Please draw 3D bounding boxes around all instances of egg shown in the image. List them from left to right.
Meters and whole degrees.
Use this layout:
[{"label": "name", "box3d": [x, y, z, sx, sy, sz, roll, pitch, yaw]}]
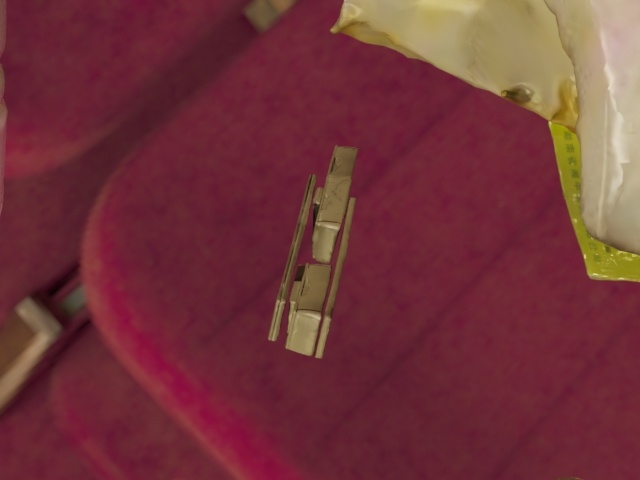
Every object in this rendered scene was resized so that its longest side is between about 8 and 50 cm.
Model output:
[{"label": "egg", "box3d": [0.139, -0.092, 0.615, 0.206, 0.271, 0.162, 16, 107, -15]}]

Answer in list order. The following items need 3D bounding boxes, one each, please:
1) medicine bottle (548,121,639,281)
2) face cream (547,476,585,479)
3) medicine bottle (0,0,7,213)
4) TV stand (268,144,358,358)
[{"label": "medicine bottle", "box3d": [0.304, -0.041, 1.299, 0.250, 0.141, 0.137, 4, 108, 56]}, {"label": "face cream", "box3d": [0.189, 0.268, 0.897, 0.341, 0.137, 0.084, 54, 167, -18]}, {"label": "medicine bottle", "box3d": [-0.276, -0.154, 1.012, 0.202, 0.202, 0.316, 22, 119, 32]}, {"label": "TV stand", "box3d": [0.000, 0.000, 1.321, 0.042, 0.249, 0.036, 11, 121, 1]}]
